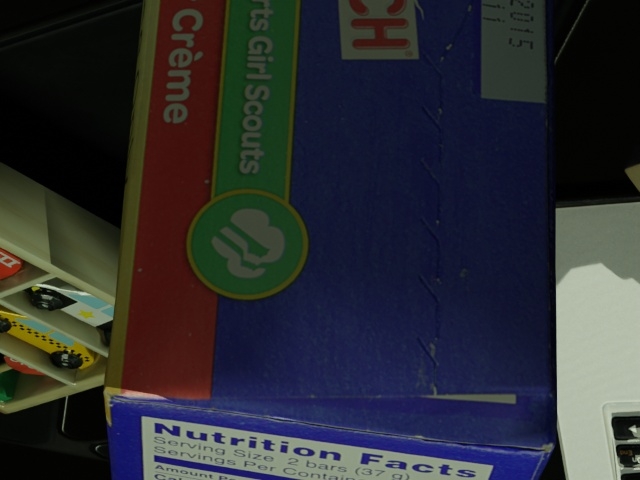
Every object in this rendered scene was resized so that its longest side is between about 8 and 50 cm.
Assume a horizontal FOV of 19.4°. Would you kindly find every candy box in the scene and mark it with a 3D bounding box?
[{"bbox_3d":[0.000,0.000,0.637,0.122,0.268,0.317,6,152,-2],"label":"candy box"}]

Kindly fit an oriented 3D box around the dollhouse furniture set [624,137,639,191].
[{"bbox_3d":[0.166,-0.108,0.614,0.182,0.101,0.161,-20,116,43],"label":"dollhouse furniture set"}]

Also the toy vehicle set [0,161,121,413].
[{"bbox_3d":[-0.200,0.002,0.870,0.267,0.035,0.166,31,145,-35],"label":"toy vehicle set"}]

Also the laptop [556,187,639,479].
[{"bbox_3d":[0.270,0.195,0.752,0.382,0.236,0.408,-4,110,22],"label":"laptop"}]
